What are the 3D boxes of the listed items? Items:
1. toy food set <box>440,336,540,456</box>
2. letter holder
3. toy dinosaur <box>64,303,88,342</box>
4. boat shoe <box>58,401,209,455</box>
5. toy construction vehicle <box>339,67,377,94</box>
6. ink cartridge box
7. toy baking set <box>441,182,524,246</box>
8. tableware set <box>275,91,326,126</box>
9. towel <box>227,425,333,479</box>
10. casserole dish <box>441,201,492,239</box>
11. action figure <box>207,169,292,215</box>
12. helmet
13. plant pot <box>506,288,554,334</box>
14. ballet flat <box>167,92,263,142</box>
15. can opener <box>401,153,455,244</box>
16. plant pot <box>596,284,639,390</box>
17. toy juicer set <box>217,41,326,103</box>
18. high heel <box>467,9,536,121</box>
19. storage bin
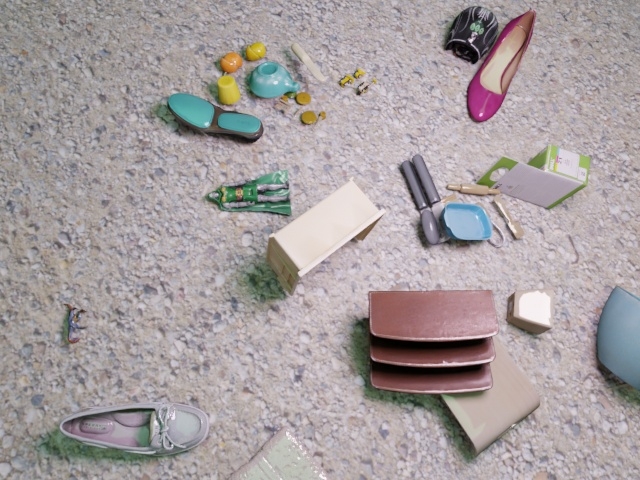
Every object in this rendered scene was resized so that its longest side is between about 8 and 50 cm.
[{"bbox_3d":[0.396,0.365,1.237,0.219,0.092,0.306,-28,69,-16],"label":"toy food set"},{"bbox_3d":[0.271,0.250,1.154,0.301,0.152,0.215,-1,54,5],"label":"letter holder"},{"bbox_3d":[-0.615,0.211,1.174,0.090,0.047,0.082,13,76,32],"label":"toy dinosaur"},{"bbox_3d":[-0.421,0.431,1.081,0.320,0.103,0.118,7,71,-5],"label":"boat shoe"},{"bbox_3d":[0.122,-0.509,1.517,0.086,0.035,0.098,39,68,18],"label":"toy construction vehicle"},{"bbox_3d":[0.623,-0.205,1.397,0.255,0.189,0.097,19,71,-1],"label":"ink cartridge box"},{"bbox_3d":[0.480,-0.078,1.421,0.256,0.030,0.197,2,77,-1],"label":"toy baking set"},{"bbox_3d":[-0.055,-0.414,1.463,0.154,0.024,0.104,28,67,3],"label":"tableware set"},{"bbox_3d":[-0.058,0.604,1.104,0.187,0.049,0.282,-39,80,-19],"label":"towel"},{"bbox_3d":[0.415,-0.049,1.345,0.188,0.037,0.114,1,67,-31],"label":"casserole dish"},{"bbox_3d":[-0.201,-0.131,1.328,0.232,0.063,0.137,-6,75,-6],"label":"action figure"},{"bbox_3d":[0.511,-0.696,1.572,0.169,0.169,0.162,29,87,2],"label":"helmet"},{"bbox_3d":[0.578,0.192,1.306,0.096,0.109,0.109,9,70,8],"label":"plant pot"},{"bbox_3d":[-0.304,-0.340,1.362,0.280,0.096,0.095,19,74,-3],"label":"ballet flat"},{"bbox_3d":[0.311,-0.123,1.376,0.074,0.093,0.281,-25,70,26],"label":"can opener"},{"bbox_3d":[0.864,0.284,1.246,0.290,0.290,0.195,31,106,3],"label":"plant pot"},{"bbox_3d":[-0.157,-0.523,1.457,0.328,0.089,0.209,-7,60,-2],"label":"toy juicer set"},{"bbox_3d":[0.584,-0.566,1.517,0.127,0.181,0.377,22,70,0],"label":"high heel"},{"bbox_3d":[0.000,0.000,1.203,0.262,0.260,0.123,-37,81,-17],"label":"storage bin"}]
